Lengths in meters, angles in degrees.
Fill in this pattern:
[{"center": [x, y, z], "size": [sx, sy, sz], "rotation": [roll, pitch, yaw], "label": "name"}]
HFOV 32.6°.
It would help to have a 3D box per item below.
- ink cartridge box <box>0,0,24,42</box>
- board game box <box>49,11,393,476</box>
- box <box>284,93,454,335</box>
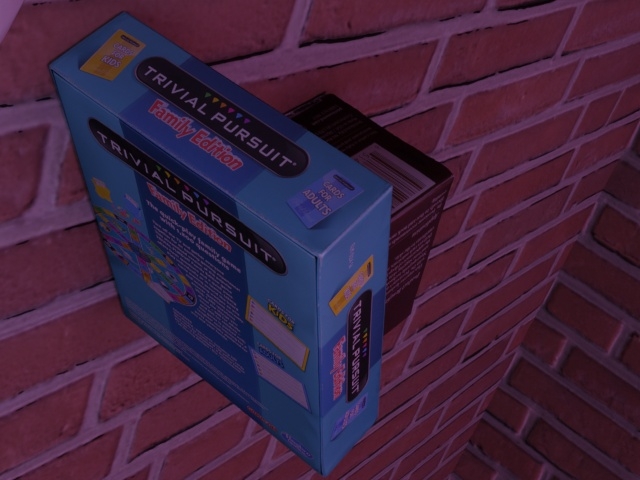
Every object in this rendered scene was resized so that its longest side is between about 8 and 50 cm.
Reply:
[{"center": [-0.113, -0.276, 0.258], "size": [0.395, 0.166, 0.285], "rotation": [-61, 170, 5], "label": "ink cartridge box"}, {"center": [-0.068, 0.018, 0.865], "size": [0.079, 0.254, 0.336], "rotation": [-43, 155, -26], "label": "board game box"}, {"center": [0.000, 0.000, 1.080], "size": [0.168, 0.167, 0.203], "rotation": [-34, 150, -40], "label": "box"}]
